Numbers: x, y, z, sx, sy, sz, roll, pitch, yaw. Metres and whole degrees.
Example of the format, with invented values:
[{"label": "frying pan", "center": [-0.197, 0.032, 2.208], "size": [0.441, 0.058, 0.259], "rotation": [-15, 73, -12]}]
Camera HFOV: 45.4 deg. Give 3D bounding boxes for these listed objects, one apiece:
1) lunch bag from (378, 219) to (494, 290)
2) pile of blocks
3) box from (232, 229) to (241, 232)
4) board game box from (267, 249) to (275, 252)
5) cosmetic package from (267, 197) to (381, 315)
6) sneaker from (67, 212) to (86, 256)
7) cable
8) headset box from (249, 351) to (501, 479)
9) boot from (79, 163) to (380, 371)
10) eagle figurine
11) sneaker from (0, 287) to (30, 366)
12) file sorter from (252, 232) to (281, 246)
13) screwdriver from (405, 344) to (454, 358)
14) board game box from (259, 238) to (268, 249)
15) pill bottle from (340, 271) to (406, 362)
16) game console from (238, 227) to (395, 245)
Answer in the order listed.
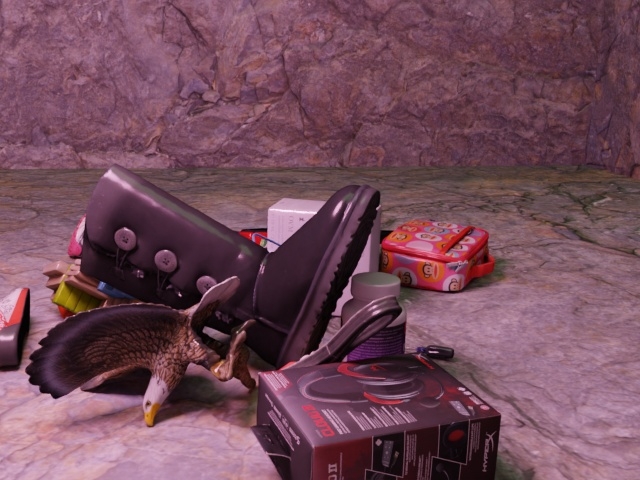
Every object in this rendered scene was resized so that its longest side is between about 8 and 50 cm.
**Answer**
[{"label": "lunch bag", "center": [0.303, 0.038, 1.911], "size": [0.258, 0.120, 0.293], "rotation": [12, 20, 23]}, {"label": "pile of blocks", "center": [-0.404, 0.122, 1.455], "size": [0.362, 0.112, 0.149], "rotation": [5, -26, 29]}, {"label": "box", "center": [-0.264, 0.012, 2.095], "size": [0.137, 0.036, 0.225], "rotation": [7, 17, 21]}, {"label": "board game box", "center": [-0.184, 0.088, 1.584], "size": [0.212, 0.160, 0.039], "rotation": [8, -24, 22]}, {"label": "cosmetic package", "center": [0.009, 0.035, 1.649], "size": [0.225, 0.223, 0.138], "rotation": [4, 14, 11]}, {"label": "sneaker", "center": [-0.572, -0.029, 2.074], "size": [0.112, 0.120, 0.299], "rotation": [35, 28, 4]}, {"label": "cable", "center": [0.004, 0.162, 1.145], "size": [0.140, 0.287, 0.072], "rotation": [0, 48, -33]}, {"label": "headset box", "center": [0.056, 0.253, 1.029], "size": [0.294, 0.110, 0.218], "rotation": [-4, 16, -21]}, {"label": "boot", "center": [-0.166, -0.014, 1.279], "size": [0.445, 0.366, 0.146], "rotation": [28, 19, 12]}, {"label": "eagle figurine", "center": [-0.262, 0.171, 1.175], "size": [0.299, 0.226, 0.225], "rotation": [9, 36, 9]}, {"label": "sneaker", "center": [-0.612, 0.151, 1.393], "size": [0.145, 0.090, 0.270], "rotation": [0, 17, -15]}, {"label": "file sorter", "center": [-0.140, 0.080, 1.451], "size": [0.170, 0.104, 0.118], "rotation": [-34, -38, 25]}, {"label": "screwdriver", "center": [0.168, 0.203, 1.436], "size": [0.170, 0.024, 0.025], "rotation": [2, -17, 28]}, {"label": "board game box", "center": [-0.004, 0.056, 1.783], "size": [0.260, 0.136, 0.030], "rotation": [4, 56, 12]}, {"label": "pill bottle", "center": [0.086, 0.154, 1.253], "size": [0.108, 0.193, 0.108], "rotation": [2, 15, 0]}, {"label": "game console", "center": [0.000, 0.000, 1.959], "size": [0.342, 0.060, 0.386], "rotation": [3, 3, 18]}]
